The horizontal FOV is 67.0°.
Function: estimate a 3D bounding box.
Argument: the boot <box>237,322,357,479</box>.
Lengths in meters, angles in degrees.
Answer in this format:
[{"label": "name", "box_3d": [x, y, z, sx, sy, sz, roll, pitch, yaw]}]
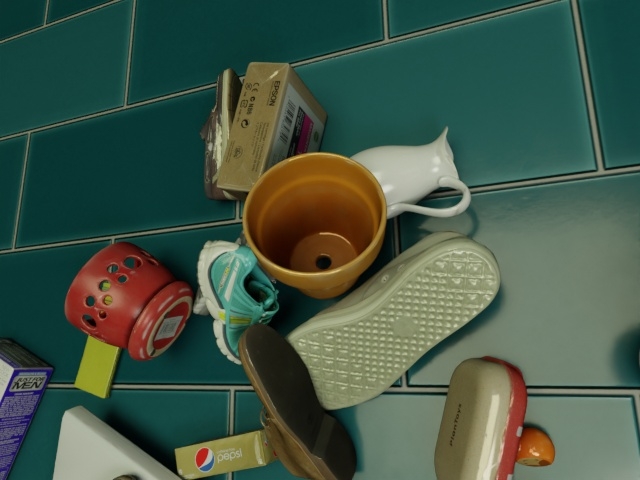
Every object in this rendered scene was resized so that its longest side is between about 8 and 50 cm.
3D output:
[{"label": "boot", "box_3d": [-0.063, 0.271, 0.770, 0.115, 0.112, 0.305, -19, 107, 31]}]

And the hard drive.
[{"label": "hard drive", "box_3d": [-0.366, 0.494, 0.902, 0.353, 0.047, 0.233, 21, 104, 24]}]

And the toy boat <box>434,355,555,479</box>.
[{"label": "toy boat", "box_3d": [0.260, 0.291, 0.691, 0.151, 0.151, 0.231, 15, 83, -4]}]

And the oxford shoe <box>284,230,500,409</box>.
[{"label": "oxford shoe", "box_3d": [0.089, 0.139, 0.796, 0.449, 0.130, 0.169, -40, 100, 22]}]

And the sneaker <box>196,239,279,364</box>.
[{"label": "sneaker", "box_3d": [-0.122, 0.117, 0.816, 0.110, 0.275, 0.107, 1, 41, 15]}]

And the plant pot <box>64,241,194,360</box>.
[{"label": "plant pot", "box_3d": [-0.355, 0.120, 0.937, 0.174, 0.191, 0.191, 26, 88, 12]}]

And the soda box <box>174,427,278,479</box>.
[{"label": "soda box", "box_3d": [-0.167, 0.383, 0.869, 0.181, 0.061, 0.058, -19, 72, 18]}]

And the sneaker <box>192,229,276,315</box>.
[{"label": "sneaker", "box_3d": [-0.139, 0.066, 0.912, 0.281, 0.115, 0.105, -40, 31, 28]}]

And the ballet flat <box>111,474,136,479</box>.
[{"label": "ballet flat", "box_3d": [-0.391, 0.498, 0.855, 0.250, 0.058, 0.084, -45, 75, 24]}]

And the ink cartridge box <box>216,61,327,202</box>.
[{"label": "ink cartridge box", "box_3d": [-0.080, -0.174, 0.893, 0.088, 0.193, 0.234, 9, 82, 24]}]

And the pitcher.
[{"label": "pitcher", "box_3d": [0.135, -0.089, 0.813, 0.207, 0.125, 0.177, -17, 45, 12]}]

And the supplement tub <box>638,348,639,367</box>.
[{"label": "supplement tub", "box_3d": [0.479, 0.152, 0.582, 0.144, 0.200, 0.144, -5, 76, 21]}]

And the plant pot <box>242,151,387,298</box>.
[{"label": "plant pot", "box_3d": [0.000, 0.000, 0.760, 0.205, 0.188, 0.205, -3, 62, 5]}]

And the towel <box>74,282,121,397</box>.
[{"label": "towel", "box_3d": [-0.468, 0.214, 1.060, 0.102, 0.021, 0.237, 9, 81, 27]}]

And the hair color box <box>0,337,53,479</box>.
[{"label": "hair color box", "box_3d": [-0.763, 0.407, 1.087, 0.185, 0.110, 0.338, 19, 84, 26]}]

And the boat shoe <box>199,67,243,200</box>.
[{"label": "boat shoe", "box_3d": [-0.205, -0.220, 1.009, 0.092, 0.103, 0.285, -6, 81, 16]}]
